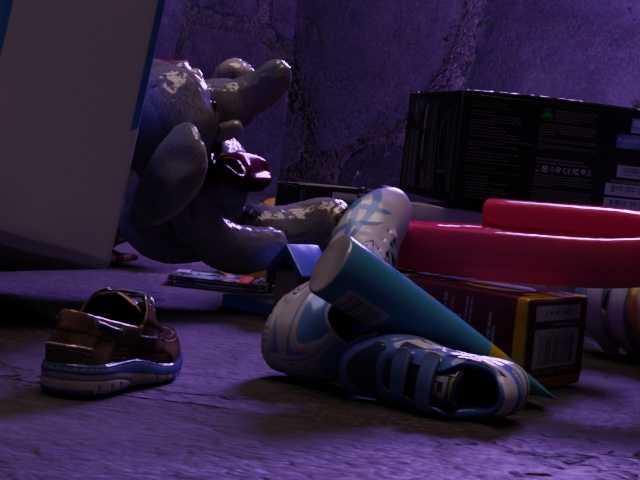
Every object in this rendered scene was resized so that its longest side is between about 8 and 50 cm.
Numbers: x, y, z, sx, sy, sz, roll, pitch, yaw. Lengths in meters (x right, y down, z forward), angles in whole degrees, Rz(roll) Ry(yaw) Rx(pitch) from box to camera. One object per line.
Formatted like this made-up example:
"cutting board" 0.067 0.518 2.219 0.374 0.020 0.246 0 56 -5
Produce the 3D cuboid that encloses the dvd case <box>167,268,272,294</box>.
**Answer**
"dvd case" -0.119 0.049 1.797 0.119 0.013 0.087 7 4 1

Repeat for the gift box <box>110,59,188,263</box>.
"gift box" -0.295 -0.107 1.961 0.276 0.258 0.255 -7 11 -38

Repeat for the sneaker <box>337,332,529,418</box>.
"sneaker" 0.080 0.101 1.104 0.144 0.053 0.059 6 6 13

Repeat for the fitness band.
"fitness band" 0.196 0.003 1.382 0.291 0.054 0.209 4 10 24

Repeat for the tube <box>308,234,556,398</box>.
"tube" 0.086 0.071 1.166 0.207 0.052 0.080 34 -9 -21

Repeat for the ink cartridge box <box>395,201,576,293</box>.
"ink cartridge box" 0.221 0.025 1.813 0.223 0.129 0.307 8 5 25

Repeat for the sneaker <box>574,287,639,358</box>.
"sneaker" 0.333 0.068 1.459 0.208 0.127 0.319 10 -4 24

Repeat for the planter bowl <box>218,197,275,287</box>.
"planter bowl" -0.028 -0.004 1.937 0.217 0.090 0.217 6 12 -1

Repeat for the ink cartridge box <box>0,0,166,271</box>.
"ink cartridge box" -0.338 -0.121 1.467 0.166 0.285 0.395 18 -12 -35

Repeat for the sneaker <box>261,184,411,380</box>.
"sneaker" 0.033 0.037 1.248 0.086 0.085 0.237 12 39 21

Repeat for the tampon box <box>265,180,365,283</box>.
"tampon box" 0.000 0.000 1.761 0.101 0.120 0.161 6 -4 5

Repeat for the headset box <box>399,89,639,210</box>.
"headset box" 0.244 -0.104 1.803 0.246 0.131 0.283 6 4 -9

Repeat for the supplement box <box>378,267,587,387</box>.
"supplement box" 0.127 0.075 1.324 0.188 0.081 0.104 9 5 38

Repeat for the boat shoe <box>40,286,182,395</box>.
"boat shoe" -0.144 0.070 1.094 0.066 0.066 0.183 7 4 12

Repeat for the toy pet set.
"toy pet set" 0.000 0.037 1.559 0.114 0.065 0.122 2 5 -40

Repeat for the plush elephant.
"plush elephant" -0.132 -0.104 1.535 0.330 0.272 0.255 -18 -24 -23

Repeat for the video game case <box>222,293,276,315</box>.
"video game case" -0.007 0.072 1.628 0.166 0.015 0.119 2 6 -45
